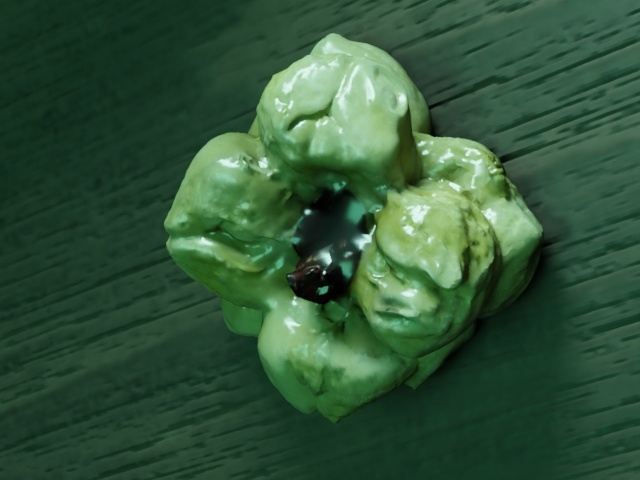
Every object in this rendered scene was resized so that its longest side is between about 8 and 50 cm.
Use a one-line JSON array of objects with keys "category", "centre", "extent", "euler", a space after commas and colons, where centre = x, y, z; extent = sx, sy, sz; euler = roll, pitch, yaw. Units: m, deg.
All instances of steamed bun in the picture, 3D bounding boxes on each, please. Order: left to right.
[{"category": "steamed bun", "centre": [0.000, 0.000, 0.919], "extent": [0.192, 0.106, 0.177], "euler": [-45, 70, 30]}]
